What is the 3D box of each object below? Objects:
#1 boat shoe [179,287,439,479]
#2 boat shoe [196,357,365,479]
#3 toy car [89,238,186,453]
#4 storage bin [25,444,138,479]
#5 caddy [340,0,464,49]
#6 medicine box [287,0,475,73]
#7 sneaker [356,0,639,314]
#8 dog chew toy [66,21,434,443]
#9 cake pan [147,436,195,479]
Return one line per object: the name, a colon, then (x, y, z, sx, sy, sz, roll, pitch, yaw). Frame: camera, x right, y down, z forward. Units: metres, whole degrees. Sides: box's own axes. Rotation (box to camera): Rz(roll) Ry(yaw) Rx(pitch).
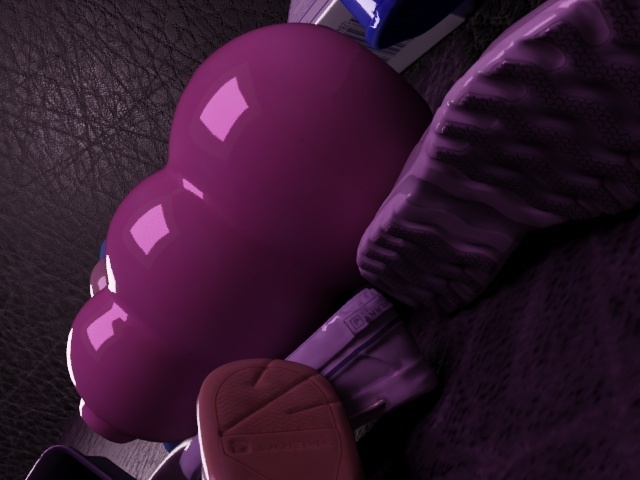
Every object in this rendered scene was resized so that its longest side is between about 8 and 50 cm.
boat shoe: (-0.016, 0.121, 0.548, 0.083, 0.076, 0.226, -30, -13, -46)
boat shoe: (-0.015, 0.172, 0.389, 0.285, 0.103, 0.092, -108, 18, -56)
toy car: (-0.088, 0.060, 0.881, 0.238, 0.210, 0.219, -29, 28, 1)
storage bin: (-0.217, 0.258, 0.774, 0.135, 0.098, 0.091, -60, -16, -2)
caddy: (0.122, -0.285, 0.741, 0.241, 0.179, 0.341, -43, -1, 29)
medicine box: (0.077, -0.372, 1.055, 0.263, 0.149, 0.289, 153, 128, -69)
sneaker: (0.105, -0.065, 0.454, 0.281, 0.105, 0.115, -43, 20, 55)
dog chew toy: (-0.061, 0.006, 0.637, 0.332, 0.207, 0.206, -52, 12, 0)
cake pan: (-0.151, 0.305, 0.706, 0.293, 0.054, 0.293, -55, 12, 18)
